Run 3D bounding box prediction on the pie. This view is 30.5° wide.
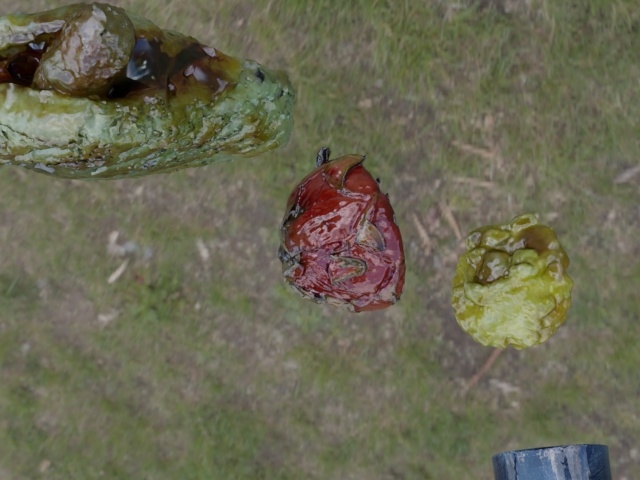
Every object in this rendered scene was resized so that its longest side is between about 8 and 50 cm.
[{"bbox_3d":[-0.252,-0.154,1.414,0.395,0.418,0.181,-2,83,32],"label":"pie"}]

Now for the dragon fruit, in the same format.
[{"bbox_3d":[0.002,0.004,1.571,0.148,0.218,0.224,-18,107,-20],"label":"dragon fruit"}]

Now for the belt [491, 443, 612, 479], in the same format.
[{"bbox_3d":[0.358,0.366,1.828,0.190,0.082,0.141,-11,159,22],"label":"belt"}]

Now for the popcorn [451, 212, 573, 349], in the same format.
[{"bbox_3d":[0.283,0.066,1.731,0.197,0.198,0.156,1,151,8],"label":"popcorn"}]
